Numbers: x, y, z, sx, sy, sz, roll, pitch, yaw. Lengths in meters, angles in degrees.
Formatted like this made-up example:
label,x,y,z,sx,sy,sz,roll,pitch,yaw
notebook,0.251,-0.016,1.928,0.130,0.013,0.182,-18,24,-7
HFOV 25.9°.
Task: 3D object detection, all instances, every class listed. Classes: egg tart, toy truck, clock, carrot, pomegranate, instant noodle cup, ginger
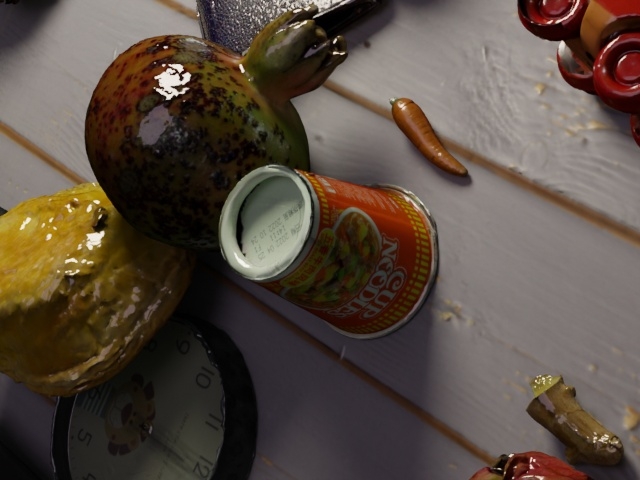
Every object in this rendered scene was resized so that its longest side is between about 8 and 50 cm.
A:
label,x,y,z,sx,sy,sz,roll,pitch,yaw
egg tart,-0.320,0.031,1.784,0.339,0.153,0.351,-48,45,-12
toy truck,0.356,-0.227,1.387,0.239,0.189,0.265,-46,58,7
clock,-0.218,0.239,1.757,0.312,0.061,0.313,-11,70,34
carrot,0.123,-0.120,1.622,0.035,0.035,0.142,-46,63,18
pomegranate,-0.113,-0.150,1.652,0.340,0.285,0.285,-44,56,19
instant noodle cup,0.000,0.000,1.564,0.193,0.212,0.193,-11,70,34
ginger,0.256,0.186,1.432,0.057,0.044,0.137,-42,56,-1

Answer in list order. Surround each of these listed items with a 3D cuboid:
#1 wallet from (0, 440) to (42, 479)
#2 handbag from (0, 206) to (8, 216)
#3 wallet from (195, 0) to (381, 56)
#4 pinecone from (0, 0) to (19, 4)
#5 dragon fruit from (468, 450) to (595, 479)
label,x,y,z,sx,sy,sz,roll,pitch,yaw
wallet,-0.423,0.335,1.873,0.244,0.025,0.124,37,125,38
handbag,-0.540,0.054,1.970,0.181,0.181,0.254,22,92,39
wallet,-0.050,-0.339,1.796,0.262,0.071,0.221,-25,59,25
pinecone,-0.478,-0.461,2.055,0.221,0.221,0.221,-11,71,34
dragon fruit,0.217,0.363,1.302,0.250,0.250,0.315,-2,93,36
